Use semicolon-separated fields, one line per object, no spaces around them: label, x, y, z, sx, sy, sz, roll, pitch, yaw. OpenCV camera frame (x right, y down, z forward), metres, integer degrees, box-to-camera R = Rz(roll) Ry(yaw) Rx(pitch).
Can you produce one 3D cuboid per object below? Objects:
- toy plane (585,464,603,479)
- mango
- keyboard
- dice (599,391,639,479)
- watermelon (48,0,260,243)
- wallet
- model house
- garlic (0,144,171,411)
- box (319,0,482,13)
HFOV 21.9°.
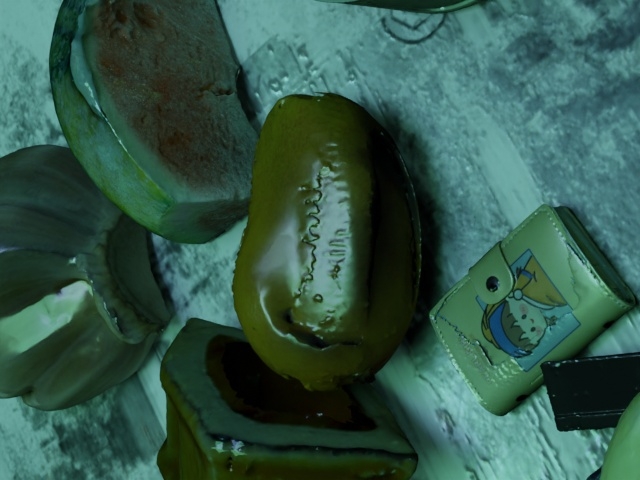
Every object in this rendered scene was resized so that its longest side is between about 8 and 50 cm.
toy plane;0.200;0.228;1.263;0.060;0.096;0.235;53;140;26
mango;0.000;0.000;1.373;0.151;0.156;0.248;167;98;-75
keyboard;0.259;0.110;1.241;0.196;0.018;0.060;-9;104;34
dice;0.342;0.192;1.020;0.250;0.252;0.254;-23;67;42
watermelon;-0.156;-0.153;1.501;0.180;0.224;0.305;-15;77;-6
wallet;0.162;0.054;1.313;0.155;0.039;0.110;-46;67;30
model house;-0.048;0.220;1.436;0.268;0.173;0.239;-127;38;-60
garlic;-0.270;0.041;1.616;0.292;0.210;0.237;-13;119;34
box;0.061;-0.295;1.301;0.226;0.149;0.226;3;94;39
